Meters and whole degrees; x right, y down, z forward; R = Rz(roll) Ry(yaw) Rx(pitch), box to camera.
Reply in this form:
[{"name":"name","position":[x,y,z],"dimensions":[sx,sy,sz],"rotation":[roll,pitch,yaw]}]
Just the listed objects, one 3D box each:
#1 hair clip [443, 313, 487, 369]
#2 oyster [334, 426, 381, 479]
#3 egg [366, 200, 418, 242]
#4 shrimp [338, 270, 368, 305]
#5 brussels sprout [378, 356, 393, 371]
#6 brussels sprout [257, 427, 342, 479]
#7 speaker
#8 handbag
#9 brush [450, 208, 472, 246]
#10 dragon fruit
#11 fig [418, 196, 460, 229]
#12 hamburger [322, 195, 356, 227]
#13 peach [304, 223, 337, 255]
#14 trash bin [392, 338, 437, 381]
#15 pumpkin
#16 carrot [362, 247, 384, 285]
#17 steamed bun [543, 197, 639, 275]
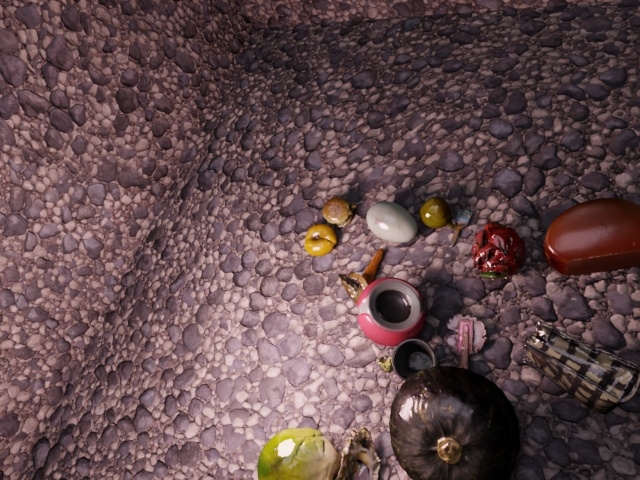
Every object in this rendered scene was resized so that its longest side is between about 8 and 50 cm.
[{"name":"hair clip","position":[0.581,0.447,1.786],"dimensions":[0.173,0.069,0.300],"rotation":[2,56,25]},{"name":"oyster","position":[0.136,0.915,1.713],"dimensions":[0.107,0.201,0.354],"rotation":[-39,23,60]},{"name":"egg","position":[0.342,-0.086,2.103],"dimensions":[0.264,0.183,0.182],"rotation":[30,80,26]},{"name":"shrimp","position":[0.160,0.213,2.075],"dimensions":[0.059,0.145,0.254],"rotation":[-10,47,-32]},{"name":"brussels sprout","position":[0.296,0.529,1.892],"dimensions":[0.085,0.058,0.085],"rotation":[-24,24,11]},{"name":"brussels sprout","position":[-0.087,0.913,1.768],"dimensions":[0.345,0.268,0.343],"rotation":[-1,73,3]},{"name":"speaker","position":[0.299,0.297,1.877],"dimensions":[0.295,0.294,0.294],"rotation":[-11,61,20]},{"name":"handbag","position":[0.871,0.433,1.501],"dimensions":[0.327,0.325,0.162],"rotation":[33,80,34]},{"name":"brush","position":[0.642,-0.056,2.043],"dimensions":[0.070,0.021,0.196],"rotation":[17,74,33]},{"name":"dragon fruit","position":[0.733,0.020,1.836],"dimensions":[0.234,0.234,0.292],"rotation":[-11,65,20]},{"name":"fig","position":[0.561,-0.121,2.057],"dimensions":[0.186,0.148,0.142],"rotation":[31,63,-1]},{"name":"hamburger","position":[0.103,-0.152,2.282],"dimensions":[0.185,0.131,0.159],"rotation":[-22,61,10]},{"name":"peach","position":[0.000,0.000,2.271],"dimensions":[0.179,0.103,0.179],"rotation":[-9,63,18]},{"name":"trash bin","position":[0.395,0.499,1.793],"dimensions":[0.176,0.161,0.175],"rotation":[-9,66,20]},{"name":"pumpkin","position":[0.467,0.668,1.553],"dimensions":[0.455,0.344,0.453],"rotation":[0,92,16]},{"name":"carrot","position":[0.257,0.124,2.117],"dimensions":[0.061,0.061,0.209],"rotation":[17,69,31]},{"name":"steamed bun","position":[1.062,-0.023,1.694],"dimensions":[0.380,0.235,0.248],"rotation":[-10,64,21]}]
